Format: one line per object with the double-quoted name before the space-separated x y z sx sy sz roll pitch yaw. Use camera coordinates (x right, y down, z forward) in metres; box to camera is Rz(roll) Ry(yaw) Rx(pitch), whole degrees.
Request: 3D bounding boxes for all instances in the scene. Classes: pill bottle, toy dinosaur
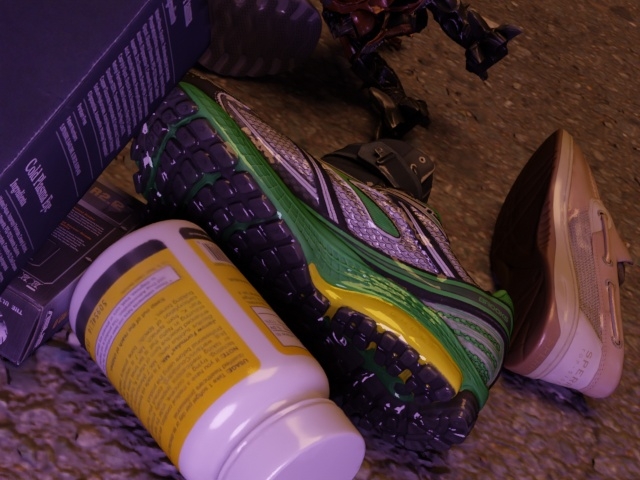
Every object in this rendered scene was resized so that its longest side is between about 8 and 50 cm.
"pill bottle" -0.070 0.094 1.172 0.119 0.119 0.208 -8 47 -44
"toy dinosaur" 0.070 -0.231 1.671 0.218 0.164 0.322 52 25 8

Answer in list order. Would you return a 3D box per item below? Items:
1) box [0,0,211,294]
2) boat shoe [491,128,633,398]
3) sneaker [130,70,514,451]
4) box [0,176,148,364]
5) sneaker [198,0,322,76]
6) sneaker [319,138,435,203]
"box" -0.297 -0.140 1.111 0.343 0.312 0.179 37 -12 7
"boat shoe" 0.219 0.019 1.524 0.098 0.109 0.302 26 37 -14
"sneaker" 0.000 0.000 1.294 0.343 0.134 0.146 44 49 -8
"box" -0.262 -0.028 1.259 0.231 0.056 0.183 31 30 5
"sneaker" -0.130 -0.239 1.622 0.281 0.105 0.115 13 34 -22
"sneaker" 0.070 -0.003 1.452 0.226 0.086 0.163 41 36 23
